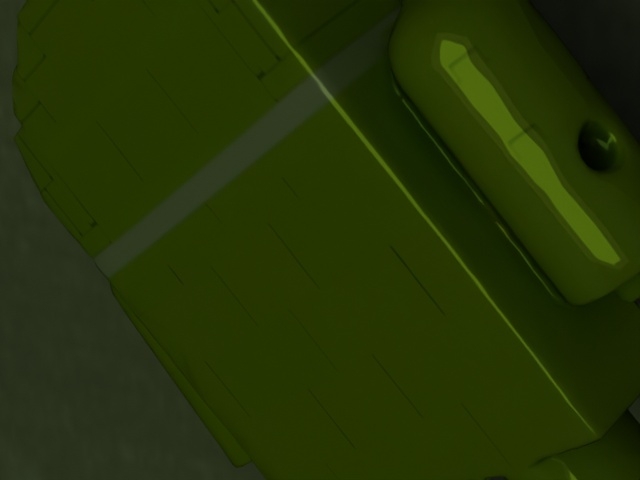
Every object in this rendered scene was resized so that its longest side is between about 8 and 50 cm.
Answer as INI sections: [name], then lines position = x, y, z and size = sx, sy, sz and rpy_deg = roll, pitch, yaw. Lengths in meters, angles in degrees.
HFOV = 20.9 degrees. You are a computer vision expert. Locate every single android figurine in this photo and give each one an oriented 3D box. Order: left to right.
[android figurine]
position = 0.000, 0.000, 0.543
size = 0.273, 0.056, 0.248
rpy_deg = 52, 146, -1

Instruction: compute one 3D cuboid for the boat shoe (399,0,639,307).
[boat shoe]
position = 0.050, -0.026, 0.561
size = 0.063, 0.066, 0.184
rpy_deg = -23, 113, 29
